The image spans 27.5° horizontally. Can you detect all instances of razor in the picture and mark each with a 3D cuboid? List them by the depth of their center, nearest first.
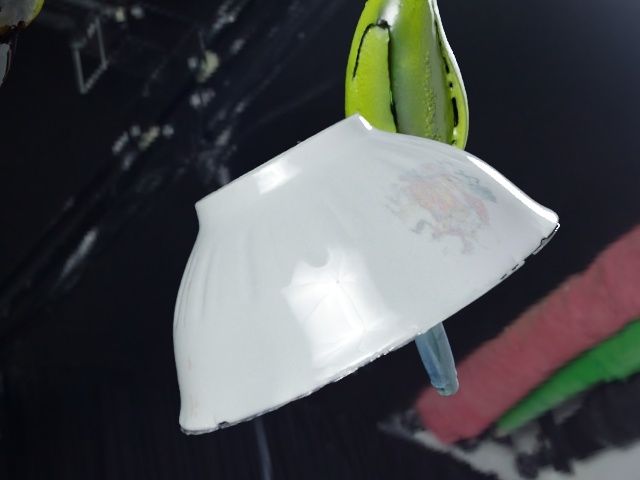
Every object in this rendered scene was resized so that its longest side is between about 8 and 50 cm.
[{"bbox_3d":[0.064,0.049,0.805,0.068,0.040,0.135,-26,-48,-6],"label":"razor"}]

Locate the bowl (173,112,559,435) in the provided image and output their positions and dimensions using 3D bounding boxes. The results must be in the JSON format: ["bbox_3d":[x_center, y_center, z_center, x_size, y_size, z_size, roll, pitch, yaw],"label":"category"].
[{"bbox_3d":[0.000,0.000,0.571,0.189,0.086,0.189,-29,4,2],"label":"bowl"}]

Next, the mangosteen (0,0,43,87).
[{"bbox_3d":[-0.349,-0.201,1.027,0.288,0.233,0.287,-8,-46,-8],"label":"mangosteen"}]

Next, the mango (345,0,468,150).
[{"bbox_3d":[0.057,-0.109,0.916,0.091,0.074,0.165,-27,-58,-39],"label":"mango"}]
